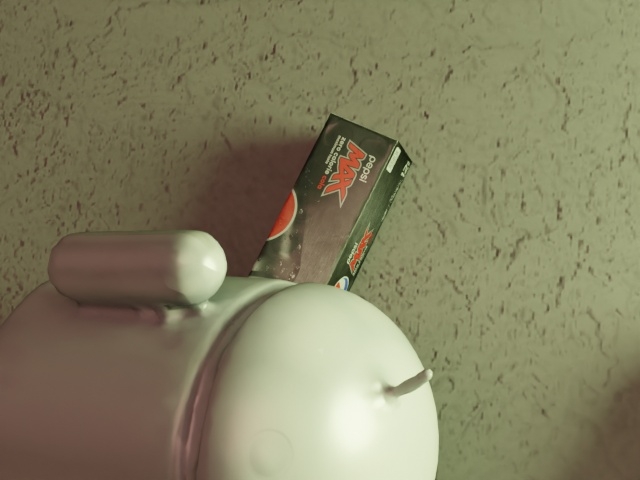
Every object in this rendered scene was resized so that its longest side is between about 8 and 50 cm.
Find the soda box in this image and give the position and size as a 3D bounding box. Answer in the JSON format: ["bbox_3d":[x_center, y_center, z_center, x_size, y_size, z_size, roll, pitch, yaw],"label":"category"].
[{"bbox_3d":[0.000,0.000,1.080,0.060,0.053,0.169,24,82,19],"label":"soda box"}]

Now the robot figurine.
[{"bbox_3d":[-0.076,0.120,0.965,0.353,0.300,0.200,4,39,32],"label":"robot figurine"}]
